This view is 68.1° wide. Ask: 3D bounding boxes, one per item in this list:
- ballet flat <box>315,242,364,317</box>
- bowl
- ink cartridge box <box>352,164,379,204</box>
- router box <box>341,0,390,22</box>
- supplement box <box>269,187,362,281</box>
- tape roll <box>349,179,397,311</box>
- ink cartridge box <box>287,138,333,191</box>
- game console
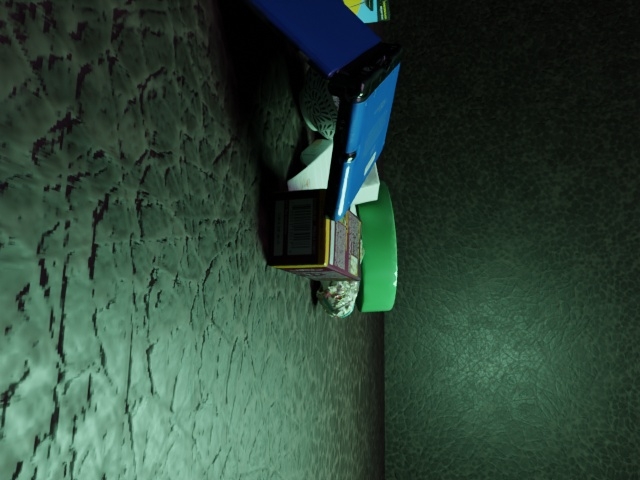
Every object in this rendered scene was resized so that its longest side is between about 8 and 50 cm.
[{"bbox_3d":[0.037,0.046,0.945,0.077,0.091,0.241,44,29,-26],"label":"ballet flat"},{"bbox_3d":[0.015,-0.231,0.795,0.170,0.080,0.170,39,44,-52],"label":"bowl"},{"bbox_3d":[0.063,-0.180,0.964,0.139,0.082,0.191,60,19,-81],"label":"ink cartridge box"},{"bbox_3d":[0.091,-0.581,1.101,0.179,0.133,0.046,47,43,-72],"label":"router box"},{"bbox_3d":[0.000,0.000,0.696,0.188,0.080,0.104,30,60,-68],"label":"supplement box"},{"bbox_3d":[0.120,0.013,1.161,0.321,0.077,0.321,178,-90,-88],"label":"tape roll"},{"bbox_3d":[-0.019,-0.074,0.812,0.179,0.045,0.145,-47,139,-47],"label":"ink cartridge box"},{"bbox_3d":[0.000,-0.207,0.631,0.293,0.173,0.250,-58,160,-56],"label":"game console"}]
